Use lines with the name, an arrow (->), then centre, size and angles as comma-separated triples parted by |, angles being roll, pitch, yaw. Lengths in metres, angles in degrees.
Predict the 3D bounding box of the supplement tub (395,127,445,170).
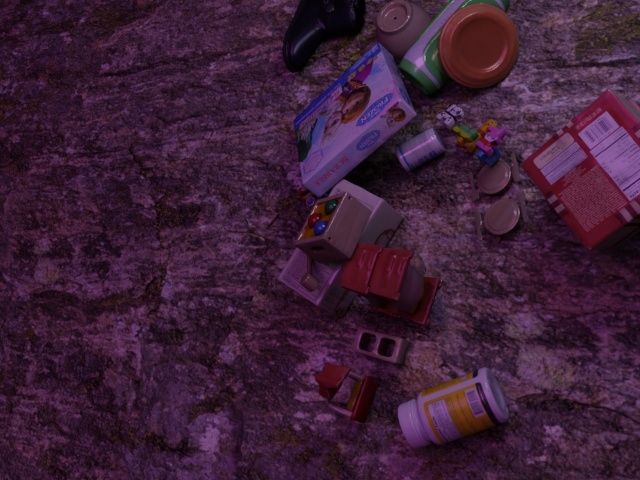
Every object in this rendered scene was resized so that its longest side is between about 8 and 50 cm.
supplement tub -> 0.245, -0.224, 1.827 | 0.107, 0.071, 0.071 | -28, 60, 19

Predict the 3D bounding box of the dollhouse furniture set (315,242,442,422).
dollhouse furniture set -> 0.122, 0.214, 1.647 | 0.152, 0.201, 0.374 | 11, 76, 33

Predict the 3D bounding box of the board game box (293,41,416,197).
board game box -> 0.073, -0.309, 1.865 | 0.318, 0.066, 0.318 | -40, 33, 22

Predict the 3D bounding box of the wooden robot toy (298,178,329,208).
wooden robot toy -> -0.029, -0.138, 1.946 | 0.076, 0.079, 0.173 | -32, 58, 16

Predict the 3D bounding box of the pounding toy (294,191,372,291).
pounding toy -> -0.007, 0.006, 1.672 | 0.181, 0.094, 0.206 | -11, 47, 56

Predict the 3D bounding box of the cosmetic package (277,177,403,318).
cosmetic package -> 0.050, 0.019, 1.809 | 0.153, 0.129, 0.296 | 32, 89, 37

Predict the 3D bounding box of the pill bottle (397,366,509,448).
pill bottle -> 0.275, 0.355, 1.552 | 0.208, 0.119, 0.119 | -25, 60, 19

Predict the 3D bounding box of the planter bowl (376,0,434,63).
planter bowl -> 0.213, -0.563, 1.956 | 0.162, 0.109, 0.162 | -11, 67, 27

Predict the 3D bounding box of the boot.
boot -> 0.014, -0.594, 2.090 | 0.207, 0.094, 0.247 | 2, 66, 35

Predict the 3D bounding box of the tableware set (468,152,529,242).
tableware set -> 0.414, -0.096, 1.701 | 0.128, 0.039, 0.194 | -24, 54, 34

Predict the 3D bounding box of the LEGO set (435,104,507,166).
LEGO set -> 0.380, -0.256, 1.747 | 0.093, 0.087, 0.227 | -41, 38, 2

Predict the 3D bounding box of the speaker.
speaker -> 0.332, -0.511, 1.855 | 0.296, 0.131, 0.131 | -48, 55, 5

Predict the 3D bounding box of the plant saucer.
plant saucer -> 0.384, -0.468, 1.785 | 0.200, 0.200, 0.037 | -48, 12, 5

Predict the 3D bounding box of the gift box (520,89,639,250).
gift box -> 0.579, -0.153, 1.468 | 0.255, 0.258, 0.277 | -38, 70, 29
